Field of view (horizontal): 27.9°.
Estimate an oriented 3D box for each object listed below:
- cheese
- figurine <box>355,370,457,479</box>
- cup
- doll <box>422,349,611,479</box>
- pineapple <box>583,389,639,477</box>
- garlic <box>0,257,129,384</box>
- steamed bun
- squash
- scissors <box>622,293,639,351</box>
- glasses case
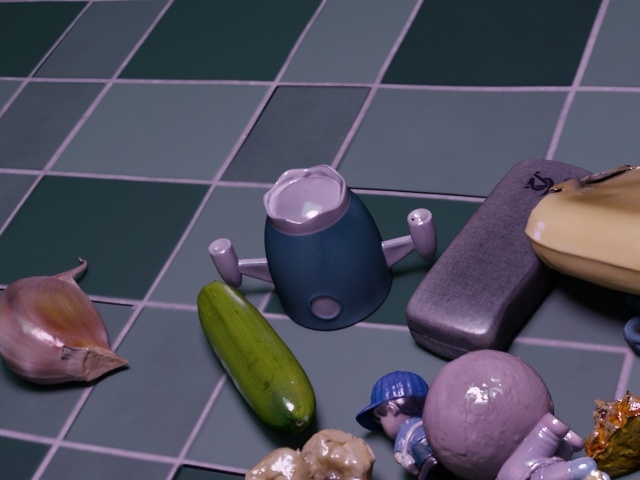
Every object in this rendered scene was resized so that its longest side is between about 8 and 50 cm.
[{"bbox_3d":[0.428,-0.006,1.520,0.259,0.128,0.315,-28,27,-35],"label":"cheese"},{"bbox_3d":[0.104,0.215,1.480,0.086,0.087,0.149,5,30,-32],"label":"figurine"},{"bbox_3d":[0.000,0.000,1.680,0.299,0.173,0.168,-8,43,11],"label":"cup"},{"bbox_3d":[0.218,0.245,1.341,0.151,0.151,0.287,-27,53,-10],"label":"doll"},{"bbox_3d":[0.329,0.208,1.421,0.077,0.114,0.114,22,25,-8],"label":"pineapple"},{"bbox_3d":[-0.380,0.100,1.779,0.128,0.148,0.267,-48,39,23],"label":"garlic"},{"bbox_3d":[-0.008,0.294,1.407,0.192,0.106,0.177,-28,40,-9],"label":"steamed bun"},{"bbox_3d":[-0.080,0.148,1.615,0.082,0.082,0.292,-28,40,-11],"label":"squash"},{"bbox_3d":[0.499,0.077,1.506,0.289,0.041,0.138,-7,30,18],"label":"scissors"},{"bbox_3d":[0.238,0.020,1.643,0.131,0.074,0.323,18,52,33],"label":"glasses case"}]
